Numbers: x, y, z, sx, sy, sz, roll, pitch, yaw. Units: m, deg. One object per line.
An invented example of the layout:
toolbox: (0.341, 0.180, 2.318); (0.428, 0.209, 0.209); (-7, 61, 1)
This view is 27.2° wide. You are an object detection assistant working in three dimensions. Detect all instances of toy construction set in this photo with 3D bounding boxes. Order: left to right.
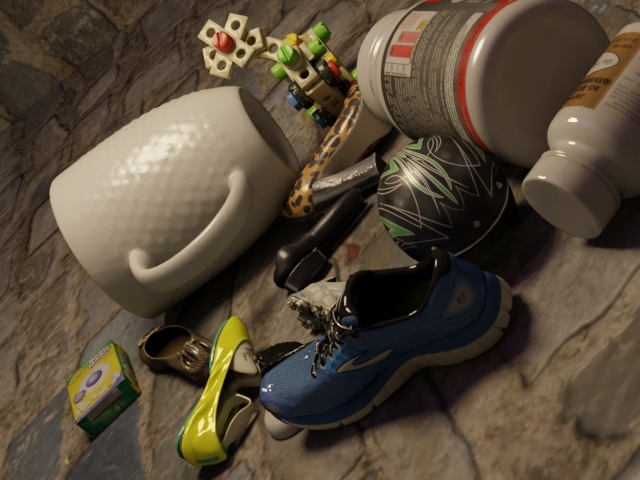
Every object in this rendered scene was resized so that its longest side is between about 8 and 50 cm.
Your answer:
toy construction set: (-0.040, -0.287, 2.148); (0.151, 0.327, 0.215); (-45, 65, 24)

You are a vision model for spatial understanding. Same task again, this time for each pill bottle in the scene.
pill bottle: (0.199, -0.215, 1.726); (0.210, 0.210, 0.363); (-49, 25, -9)
pill bottle: (0.328, -0.120, 1.470); (0.229, 0.131, 0.131); (-52, 25, -16)

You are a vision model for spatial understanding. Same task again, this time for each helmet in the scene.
helmet: (0.148, -0.046, 1.582); (0.169, 0.161, 0.169); (-8, 66, 18)

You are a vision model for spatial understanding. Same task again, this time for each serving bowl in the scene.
serving bowl: (-0.040, 0.206, 1.649); (0.083, 0.027, 0.083); (-36, 25, 20)

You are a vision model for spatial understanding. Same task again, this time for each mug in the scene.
mug: (-0.203, -0.056, 2.026); (0.328, 0.276, 0.374); (-35, 27, 12)

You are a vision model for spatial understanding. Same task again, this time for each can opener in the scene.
can opener: (0.000, 0.000, 1.898); (0.186, 0.073, 0.059); (-50, -14, -19)

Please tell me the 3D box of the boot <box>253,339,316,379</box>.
boot: (-0.026, 0.150, 1.693); (0.121, 0.045, 0.099); (-20, 7, 0)

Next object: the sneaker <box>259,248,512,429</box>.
sneaker: (0.049, 0.101, 1.517); (0.330, 0.147, 0.130); (-33, 36, 25)

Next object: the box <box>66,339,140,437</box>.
box: (-0.342, 0.224, 2.070); (0.105, 0.043, 0.179); (-43, 23, 1)

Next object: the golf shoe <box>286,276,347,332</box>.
golf shoe: (0.027, 0.082, 1.703); (0.086, 0.069, 0.176); (-38, 27, -16)

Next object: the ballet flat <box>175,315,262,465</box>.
ballet flat: (-0.116, 0.198, 1.743); (0.077, 0.077, 0.231); (-2, 46, 27)

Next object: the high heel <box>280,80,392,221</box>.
high heel: (0.015, -0.146, 2.037); (0.186, 0.093, 0.261); (-27, 37, 25)

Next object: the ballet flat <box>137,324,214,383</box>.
ballet flat: (-0.216, 0.158, 1.960); (0.084, 0.058, 0.250); (-49, 25, -13)
